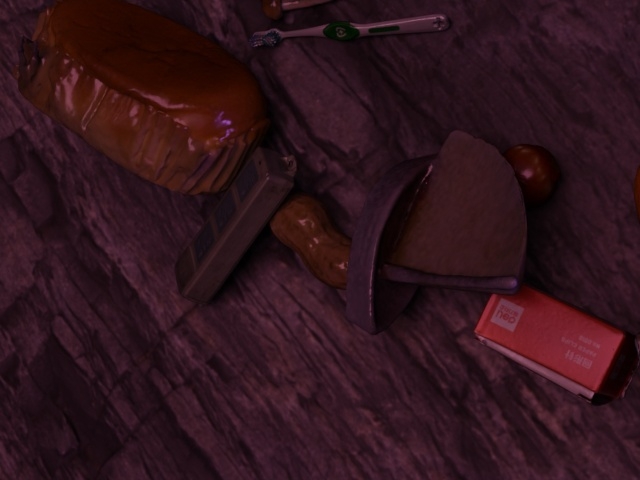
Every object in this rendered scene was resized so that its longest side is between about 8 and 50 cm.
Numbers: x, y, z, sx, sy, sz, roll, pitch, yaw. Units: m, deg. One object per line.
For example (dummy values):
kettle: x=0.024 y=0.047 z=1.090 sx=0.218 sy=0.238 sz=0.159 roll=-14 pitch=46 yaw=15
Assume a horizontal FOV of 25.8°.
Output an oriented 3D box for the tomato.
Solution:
tomato: x=0.273 y=-0.088 z=1.822 sx=0.075 sy=0.087 sz=0.087 roll=-30 pitch=72 yaw=8

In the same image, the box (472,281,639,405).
box: x=0.300 y=0.127 z=1.754 sx=0.182 sy=0.133 sz=0.099 roll=26 pitch=94 yaw=24

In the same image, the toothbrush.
toothbrush: x=0.039 y=-0.300 z=1.988 sx=0.304 sy=0.030 sz=0.030 roll=-2 pitch=83 yaw=22

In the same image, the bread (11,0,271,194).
bread: x=-0.253 y=-0.222 z=2.011 sx=0.389 sy=0.236 sz=0.183 roll=32 pitch=113 yaw=16

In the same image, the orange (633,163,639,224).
orange: x=0.485 y=-0.059 z=1.669 sx=0.219 sy=0.193 sz=0.219 roll=-14 pitch=67 yaw=37

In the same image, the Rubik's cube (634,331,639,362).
Rubik's cube: x=0.510 y=0.193 z=1.601 sx=0.221 sy=0.231 sz=0.224 roll=-16 pitch=79 yaw=23

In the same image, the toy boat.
toy boat: x=0.163 y=-0.017 z=1.807 sx=0.294 sy=0.111 sz=0.276 roll=-16 pitch=51 yaw=39

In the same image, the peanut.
peanut: x=0.000 y=-0.001 z=1.932 sx=0.193 sy=0.089 sz=0.089 roll=44 pitch=102 yaw=22

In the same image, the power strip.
power strip: x=-0.123 y=-0.020 z=1.964 sx=0.272 sy=0.052 sz=0.078 roll=-53 pitch=33 yaw=27

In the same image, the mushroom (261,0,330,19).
mushroom: x=0.051 y=-0.393 z=1.990 sx=0.306 sy=0.043 sz=0.068 roll=-28 pitch=98 yaw=17
